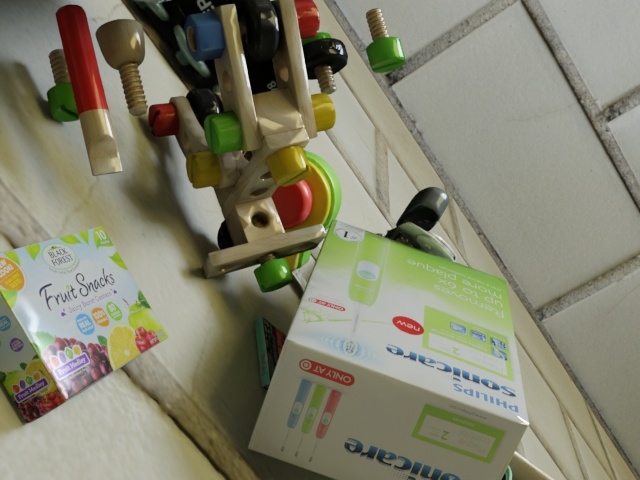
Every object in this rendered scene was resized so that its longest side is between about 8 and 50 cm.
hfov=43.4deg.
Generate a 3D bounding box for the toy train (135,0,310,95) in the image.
[{"bbox_3d":[-0.124,-0.279,1.076,0.334,0.142,0.190,56,8,-11],"label":"toy train"}]

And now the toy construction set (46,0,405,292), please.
[{"bbox_3d":[-0.088,-0.074,0.736,0.309,0.257,0.237,-4,76,-49],"label":"toy construction set"}]

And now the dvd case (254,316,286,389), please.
[{"bbox_3d":[-0.026,0.142,0.838,0.119,0.013,0.087,43,23,-39],"label":"dvd case"}]

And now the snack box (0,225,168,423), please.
[{"bbox_3d":[-0.170,0.049,0.542,0.100,0.037,0.141,58,17,0],"label":"snack box"}]

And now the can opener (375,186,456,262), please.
[{"bbox_3d":[0.088,0.013,1.003,0.074,0.093,0.280,37,-23,-10],"label":"can opener"}]

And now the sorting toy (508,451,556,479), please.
[{"bbox_3d":[0.193,0.262,0.919,0.193,0.038,0.208,36,-22,-1],"label":"sorting toy"}]

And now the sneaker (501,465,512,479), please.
[{"bbox_3d":[0.151,0.300,0.840,0.256,0.151,0.094,46,20,-41],"label":"sneaker"}]

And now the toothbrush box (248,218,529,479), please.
[{"bbox_3d":[0.071,0.109,0.775,0.206,0.122,0.283,20,24,2],"label":"toothbrush box"}]

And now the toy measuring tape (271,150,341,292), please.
[{"bbox_3d":[0.000,0.000,0.979,0.330,0.121,0.121,59,17,-1],"label":"toy measuring tape"}]

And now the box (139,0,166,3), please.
[{"bbox_3d":[-0.201,-0.262,0.702,0.322,0.232,0.058,-69,170,-67],"label":"box"}]
